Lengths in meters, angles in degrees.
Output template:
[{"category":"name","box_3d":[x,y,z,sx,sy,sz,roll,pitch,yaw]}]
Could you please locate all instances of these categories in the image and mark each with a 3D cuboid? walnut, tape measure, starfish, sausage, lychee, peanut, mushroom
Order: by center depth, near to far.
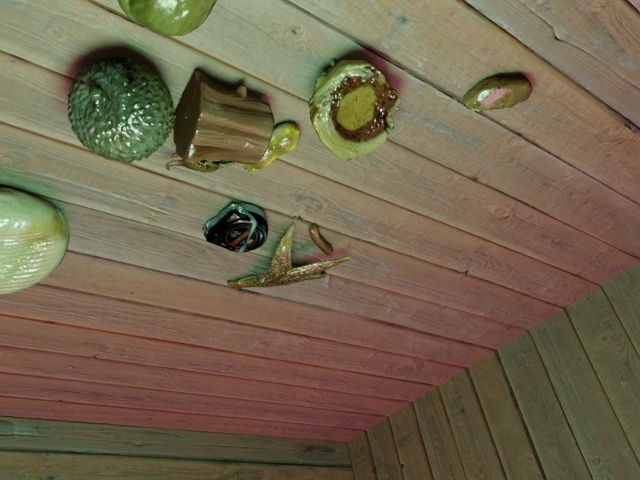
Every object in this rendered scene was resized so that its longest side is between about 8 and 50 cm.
[{"category":"walnut","box_3d":[-0.299,-0.560,1.234,0.282,0.227,0.283,-37,160,-15]},{"category":"lychee","box_3d":[-0.484,-0.321,1.500,0.255,0.256,0.274,-24,174,14]},{"category":"starfish","box_3d":[-0.325,-0.216,1.733,0.237,0.057,0.213,1,-172,-37]},{"category":"peanut","box_3d":[-0.149,-0.272,1.780,0.206,0.087,0.087,-30,140,18]},{"category":"mushroom","box_3d":[0.528,-0.436,1.780,0.209,0.072,0.094,-8,134,-7]},{"category":"tape measure","box_3d":[-0.266,-0.042,2.030,0.182,0.107,0.181,-35,136,27]},{"category":"sausage","box_3d":[0.000,-0.001,2.221,0.047,0.041,0.177,-22,141,14]},{"category":"starfish","box_3d":[-0.121,0.099,2.249,0.383,0.132,0.398,-3,149,-21]}]

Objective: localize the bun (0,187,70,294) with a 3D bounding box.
[{"category":"bun","box_3d":[-0.931,-0.012,1.774,0.364,0.219,0.365,-23,150,-14]}]

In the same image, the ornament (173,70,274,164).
[{"category":"ornament","box_3d":[-0.258,-0.302,1.621,0.217,0.236,0.221,9,173,-31]}]

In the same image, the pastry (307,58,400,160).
[{"category":"pastry","box_3d":[0.075,-0.360,1.655,0.237,0.170,0.256,-48,136,6]}]
